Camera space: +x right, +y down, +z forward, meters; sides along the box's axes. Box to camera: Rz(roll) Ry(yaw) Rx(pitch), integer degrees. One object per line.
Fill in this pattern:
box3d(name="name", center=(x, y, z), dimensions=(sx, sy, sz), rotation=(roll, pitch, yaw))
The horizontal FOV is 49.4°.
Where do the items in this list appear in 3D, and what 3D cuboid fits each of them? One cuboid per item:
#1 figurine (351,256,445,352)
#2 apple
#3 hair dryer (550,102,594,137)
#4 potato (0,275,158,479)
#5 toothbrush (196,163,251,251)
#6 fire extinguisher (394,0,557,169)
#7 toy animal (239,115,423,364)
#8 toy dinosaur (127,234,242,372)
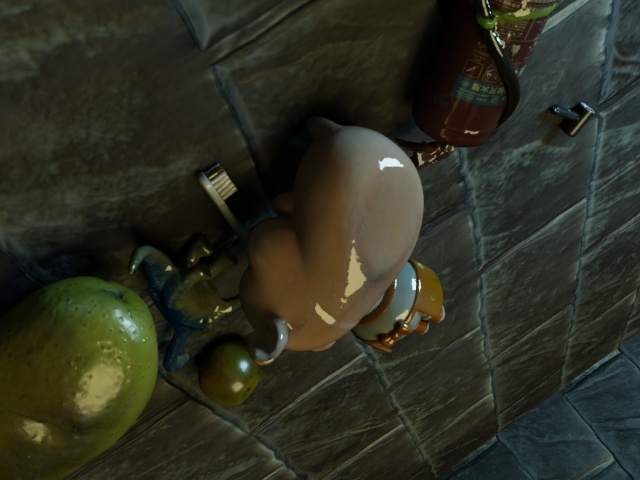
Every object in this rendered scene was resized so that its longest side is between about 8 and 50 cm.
box3d(name="figurine", center=(0.066, 0.074, 0.924), dimensions=(0.271, 0.143, 0.143), rotation=(13, 123, -51))
box3d(name="apple", center=(-0.121, 0.178, 0.942), dimensions=(0.089, 0.074, 0.089), rotation=(-47, 162, -20))
box3d(name="hair dryer", center=(0.351, -0.176, 0.990), dimensions=(0.083, 0.026, 0.047), rotation=(4, 129, -42))
box3d(name="potato", center=(-0.257, 0.138, 0.676), dimensions=(0.169, 0.143, 0.248), rotation=(29, 115, -34))
box3d(name="toothbrush", center=(-0.068, 0.014, 0.827), dimensions=(0.030, 0.025, 0.342), rotation=(-36, 148, -6))
box3d(name="fire extinguisher", center=(0.156, -0.198, 0.699), dimensions=(0.142, 0.105, 0.341), rotation=(-3, 136, -21))
box3d(name="toy animal", center=(0.010, 0.005, 0.721), dimensions=(0.167, 0.154, 0.250), rotation=(16, 105, -48))
box3d(name="toy dinosaur", center=(-0.174, 0.080, 0.769), dimensions=(0.188, 0.075, 0.248), rotation=(-41, 155, 13))
